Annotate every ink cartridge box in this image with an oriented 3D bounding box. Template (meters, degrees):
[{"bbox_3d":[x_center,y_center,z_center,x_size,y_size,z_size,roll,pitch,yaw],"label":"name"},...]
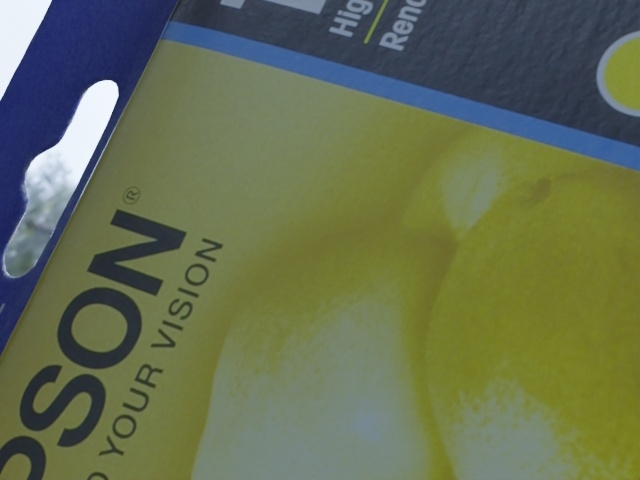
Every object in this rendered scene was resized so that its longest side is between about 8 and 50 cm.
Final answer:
[{"bbox_3d":[0.000,0.000,0.445,0.307,0.303,0.072,18,-14,23],"label":"ink cartridge box"}]
